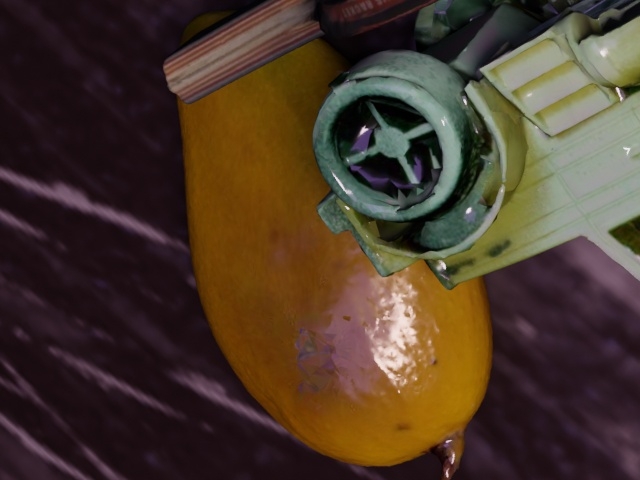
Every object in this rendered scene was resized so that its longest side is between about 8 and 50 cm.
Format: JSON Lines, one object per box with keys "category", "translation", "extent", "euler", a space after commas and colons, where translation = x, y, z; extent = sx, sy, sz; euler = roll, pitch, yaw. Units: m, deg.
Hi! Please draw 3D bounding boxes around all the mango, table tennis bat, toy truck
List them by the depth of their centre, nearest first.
{"category": "toy truck", "translation": [0.127, -0.051, 0.496], "extent": [0.259, 0.128, 0.135], "euler": [-23, 105, 31]}
{"category": "table tennis bat", "translation": [0.037, -0.092, 0.530], "extent": [0.220, 0.130, 0.019], "euler": [-23, 106, 37]}
{"category": "mango", "translation": [0.000, 0.000, 0.613], "extent": [0.101, 0.066, 0.188], "euler": [-28, 81, 30]}
